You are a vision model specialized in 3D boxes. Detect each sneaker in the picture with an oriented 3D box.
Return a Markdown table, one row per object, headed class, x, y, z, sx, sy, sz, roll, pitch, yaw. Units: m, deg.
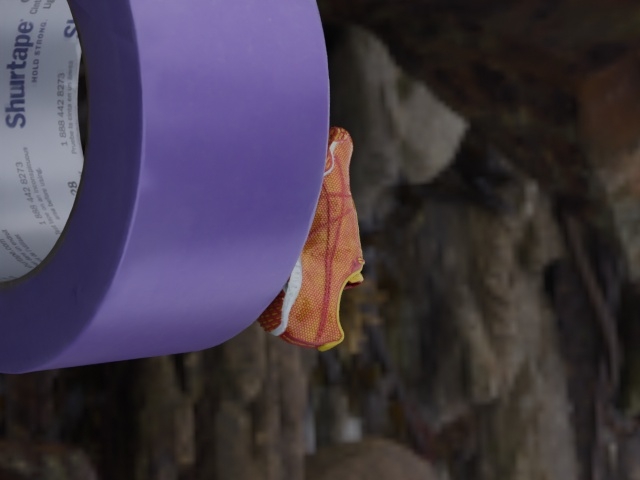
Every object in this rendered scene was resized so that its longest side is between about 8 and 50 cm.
| class | x | y | z | sx | sy | sz | roll | pitch | yaw |
| --- | --- | --- | --- | --- | --- | --- | --- | --- | --- |
| sneaker | 0.000 | 0.000 | 1.317 | 0.067 | 0.064 | 0.175 | 24 | 61 | -24 |

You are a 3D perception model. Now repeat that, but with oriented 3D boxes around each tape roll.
| class | x | y | z | sx | sy | sz | roll | pitch | yaw |
| --- | --- | --- | --- | --- | --- | --- | --- | --- | --- |
| tape roll | -0.087 | -0.049 | 0.673 | 0.080 | 0.189 | 0.189 | -5 | 92 | -39 |
